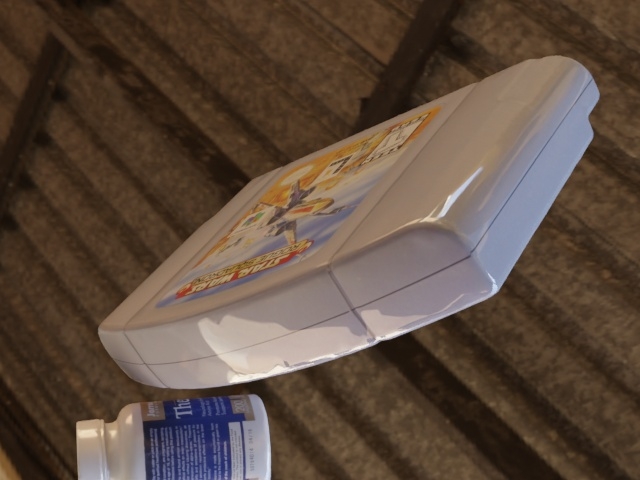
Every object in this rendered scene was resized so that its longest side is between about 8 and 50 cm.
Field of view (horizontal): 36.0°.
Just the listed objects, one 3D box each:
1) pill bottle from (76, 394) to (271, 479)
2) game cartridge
[{"bbox_3d":[-0.096,0.137,0.639,0.067,0.120,0.067,178,-90,-76],"label":"pill bottle"},{"bbox_3d":[0.000,0.000,0.569,0.297,0.198,0.062,-19,-72,44],"label":"game cartridge"}]
